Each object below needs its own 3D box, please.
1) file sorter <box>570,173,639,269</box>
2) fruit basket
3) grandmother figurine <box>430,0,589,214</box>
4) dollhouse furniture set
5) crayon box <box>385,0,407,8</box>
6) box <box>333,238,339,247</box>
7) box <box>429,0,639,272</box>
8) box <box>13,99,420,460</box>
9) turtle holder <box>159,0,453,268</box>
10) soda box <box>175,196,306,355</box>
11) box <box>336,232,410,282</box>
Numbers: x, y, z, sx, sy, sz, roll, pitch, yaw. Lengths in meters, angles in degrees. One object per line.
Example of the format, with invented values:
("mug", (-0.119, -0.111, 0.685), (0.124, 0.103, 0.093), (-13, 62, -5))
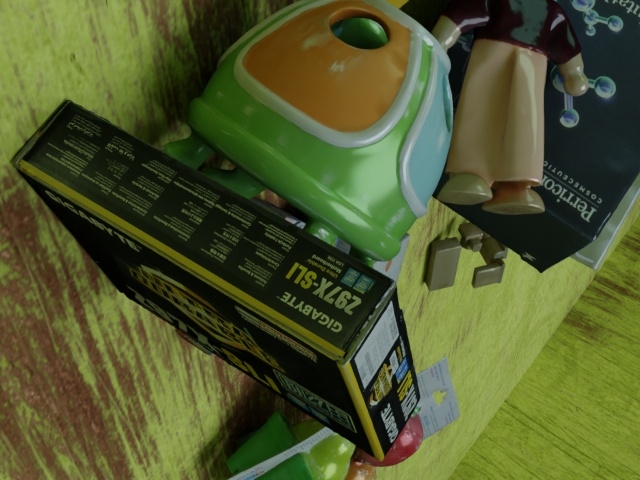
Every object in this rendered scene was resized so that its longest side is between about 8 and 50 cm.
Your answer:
("file sorter", (0.357, -0.108, 1.600), (0.193, 0.277, 0.173), (-62, 153, 7))
("fruit basket", (0.044, 0.303, 1.478), (0.353, 0.165, 0.327), (-35, 153, -5))
("grandmother figurine", (0.210, -0.204, 1.065), (0.207, 0.104, 0.342), (12, 82, -34))
("dollhouse furniture set", (0.256, 0.007, 1.843), (0.151, 0.123, 0.144), (-13, 140, -12))
("crayon box", (0.082, -0.390, 0.930), (0.203, 0.083, 0.323), (-45, 152, -32))
("box", (0.000, 0.000, 1.220), (0.109, 0.042, 0.178), (111, 5, -58))
("box", (0.289, -0.213, 1.238), (0.395, 0.293, 0.212), (-55, 177, -11))
("box", (-0.074, 0.041, 0.825), (0.079, 0.322, 0.257), (-54, 157, -16))
("turtle holder", (0.029, -0.095, 0.943), (0.227, 0.243, 0.320), (-55, 138, 2))
("soda box", (-0.091, 0.043, 1.132), (0.183, 0.058, 0.063), (-61, 157, 6))
("box", (0.031, 0.056, 1.356), (0.170, 0.091, 0.130), (-36, 148, -43))
